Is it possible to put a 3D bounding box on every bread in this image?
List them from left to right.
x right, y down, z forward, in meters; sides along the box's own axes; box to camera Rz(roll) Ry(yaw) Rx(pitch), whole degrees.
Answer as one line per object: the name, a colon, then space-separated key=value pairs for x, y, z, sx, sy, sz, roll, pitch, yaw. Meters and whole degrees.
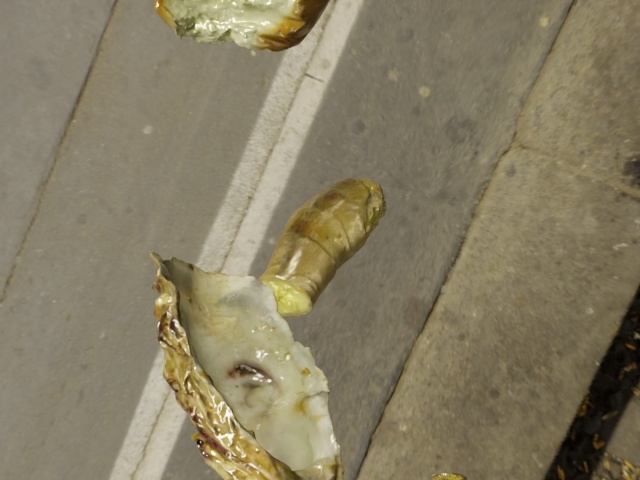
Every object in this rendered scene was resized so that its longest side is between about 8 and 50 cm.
bread: x=-0.071 y=-0.394 z=0.883 sx=0.224 sy=0.250 sz=0.279 roll=16 pitch=130 yaw=-12

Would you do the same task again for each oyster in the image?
oyster: x=-0.090 y=0.132 z=0.656 sx=0.111 sy=0.204 sz=0.396 roll=-44 pitch=43 yaw=12

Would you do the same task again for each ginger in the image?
ginger: x=0.000 y=0.000 z=1.070 sx=0.116 sy=0.109 sz=0.263 roll=41 pitch=59 yaw=-7

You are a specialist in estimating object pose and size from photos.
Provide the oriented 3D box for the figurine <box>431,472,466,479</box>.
figurine: x=0.169 y=0.426 z=0.850 sx=0.143 sy=0.162 sz=0.264 roll=-11 pitch=84 yaw=30
